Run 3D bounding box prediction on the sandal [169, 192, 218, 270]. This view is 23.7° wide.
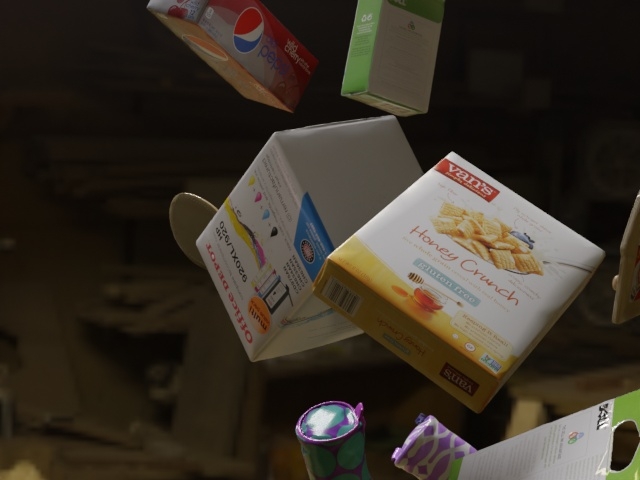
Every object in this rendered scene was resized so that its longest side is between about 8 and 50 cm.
[{"bbox_3d":[-0.119,0.013,2.209,0.240,0.088,0.079,37,20,34],"label":"sandal"}]

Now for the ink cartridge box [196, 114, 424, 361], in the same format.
[{"bbox_3d":[0.000,0.000,1.709,0.168,0.171,0.232,-11,-24,-34],"label":"ink cartridge box"}]

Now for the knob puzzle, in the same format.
[{"bbox_3d":[0.390,-0.008,1.835,0.030,0.213,0.213,14,10,29],"label":"knob puzzle"}]

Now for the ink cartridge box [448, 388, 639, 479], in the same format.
[{"bbox_3d":[0.250,0.272,1.562,0.255,0.097,0.189,-26,20,27],"label":"ink cartridge box"}]

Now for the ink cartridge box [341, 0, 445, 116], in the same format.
[{"bbox_3d":[0.104,-0.284,2.090,0.109,0.209,0.062,16,-10,-35],"label":"ink cartridge box"}]

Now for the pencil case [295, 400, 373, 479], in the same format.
[{"bbox_3d":[0.026,0.231,1.482,0.070,0.151,0.064,-16,29,0],"label":"pencil case"}]

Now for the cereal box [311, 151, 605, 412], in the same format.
[{"bbox_3d":[0.123,0.027,1.302,0.173,0.047,0.240,35,39,12],"label":"cereal box"}]

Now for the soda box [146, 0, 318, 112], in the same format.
[{"bbox_3d":[-0.107,-0.262,1.966,0.092,0.083,0.263,20,-10,32],"label":"soda box"}]

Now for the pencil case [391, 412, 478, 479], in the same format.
[{"bbox_3d":[0.187,0.317,1.975,0.206,0.088,0.086,39,37,7],"label":"pencil case"}]
